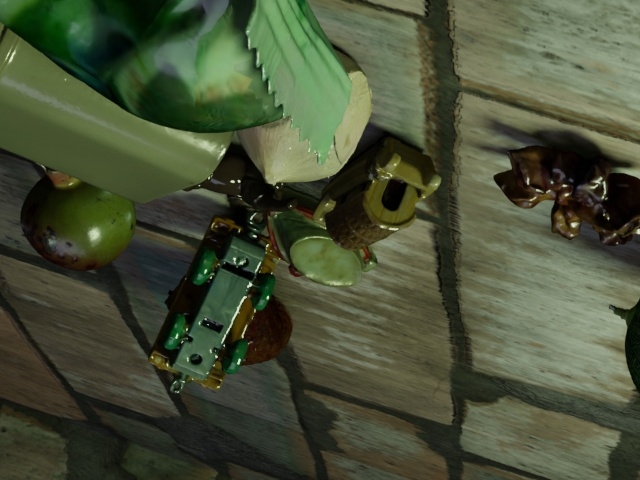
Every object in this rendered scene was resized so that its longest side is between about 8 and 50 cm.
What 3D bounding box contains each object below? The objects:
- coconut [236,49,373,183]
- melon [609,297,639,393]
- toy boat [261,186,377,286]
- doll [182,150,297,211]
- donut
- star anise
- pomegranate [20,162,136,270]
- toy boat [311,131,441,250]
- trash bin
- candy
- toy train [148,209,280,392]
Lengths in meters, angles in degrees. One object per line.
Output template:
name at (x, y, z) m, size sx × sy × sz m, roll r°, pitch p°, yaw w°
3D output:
coconut at (-0.016, -0.099, 1.523) m, size 0.110 × 0.124 × 0.110 m, roll 21°, pitch 163°, yaw 7°
melon at (0.391, 0.108, 1.607) m, size 0.288 × 0.182 × 0.182 m, roll 18°, pitch 163°, yaw 14°
toy boat at (0.000, 0.000, 1.912) m, size 0.089 × 0.071 × 0.185 m, roll -40°, pitch 129°, yaw 21°
doll at (-0.098, -0.068, 1.823) m, size 0.139 × 0.057 × 0.165 m, roll 13°, pitch -179°, yaw -13°
donut at (-0.111, 0.107, 2.263) m, size 0.126 × 0.144 × 0.186 m, roll -6°, pitch 129°, yaw 14°
star anise at (0.225, -0.039, 1.561) m, size 0.168 × 0.057 × 0.168 m, roll 26°, pitch 170°, yaw 5°
pomegranate at (-0.275, -0.037, 2.010) m, size 0.129 × 0.129 × 0.159 m, roll 10°, pitch 159°, yaw 32°
toy boat at (0.043, -0.037, 1.711) m, size 0.068 × 0.088 × 0.226 m, roll 24°, pitch 162°, yaw -14°
trash bin at (-0.228, -0.133, 1.682) m, size 0.247 × 0.121 × 0.243 m, roll 26°, pitch 162°, yaw -24°
candy at (-0.177, -0.185, 1.355) m, size 0.398 × 0.172 × 0.263 m, roll 11°, pitch 161°, yaw 21°
toy train at (-0.115, 0.064, 2.036) m, size 0.091 × 0.227 × 0.136 m, roll 23°, pitch -167°, yaw -10°
